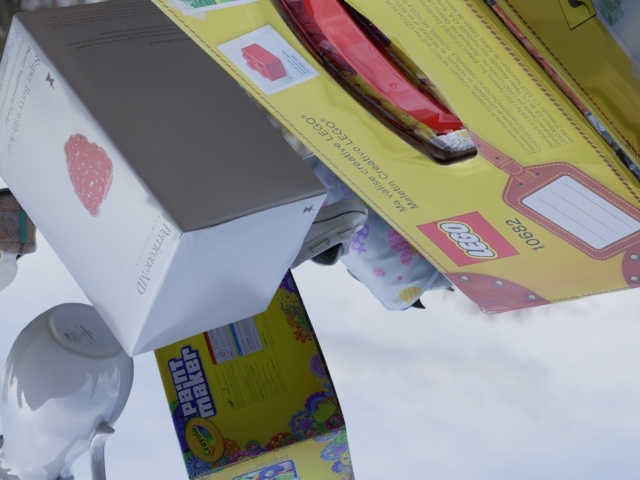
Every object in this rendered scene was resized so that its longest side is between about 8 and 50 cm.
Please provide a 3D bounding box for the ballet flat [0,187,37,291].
[{"bbox_3d":[-0.460,0.033,1.766,0.108,0.106,0.316,-4,161,-31],"label":"ballet flat"}]

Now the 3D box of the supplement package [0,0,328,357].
[{"bbox_3d":[-0.166,-0.070,1.250,0.175,0.177,0.293,-17,-123,-41],"label":"supplement package"}]

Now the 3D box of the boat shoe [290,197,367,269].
[{"bbox_3d":[0.000,0.000,1.712,0.083,0.075,0.226,-33,170,33],"label":"boat shoe"}]

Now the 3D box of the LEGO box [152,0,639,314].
[{"bbox_3d":[0.080,-0.245,0.870,0.193,0.372,0.500,-15,135,41],"label":"LEGO box"}]

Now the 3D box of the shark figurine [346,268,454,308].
[{"bbox_3d":[0.204,0.031,2.283,0.278,0.116,0.166,-11,-156,-23],"label":"shark figurine"}]

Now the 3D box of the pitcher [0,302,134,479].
[{"bbox_3d":[-0.246,0.182,1.296,0.178,0.207,0.125,41,-148,26],"label":"pitcher"}]

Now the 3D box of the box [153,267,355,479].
[{"bbox_3d":[-0.081,0.187,1.528,0.177,0.279,0.290,-18,-126,-5],"label":"box"}]

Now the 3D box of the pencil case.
[{"bbox_3d":[0.053,-0.014,1.947,0.273,0.124,0.113,39,150,-15],"label":"pencil case"}]
